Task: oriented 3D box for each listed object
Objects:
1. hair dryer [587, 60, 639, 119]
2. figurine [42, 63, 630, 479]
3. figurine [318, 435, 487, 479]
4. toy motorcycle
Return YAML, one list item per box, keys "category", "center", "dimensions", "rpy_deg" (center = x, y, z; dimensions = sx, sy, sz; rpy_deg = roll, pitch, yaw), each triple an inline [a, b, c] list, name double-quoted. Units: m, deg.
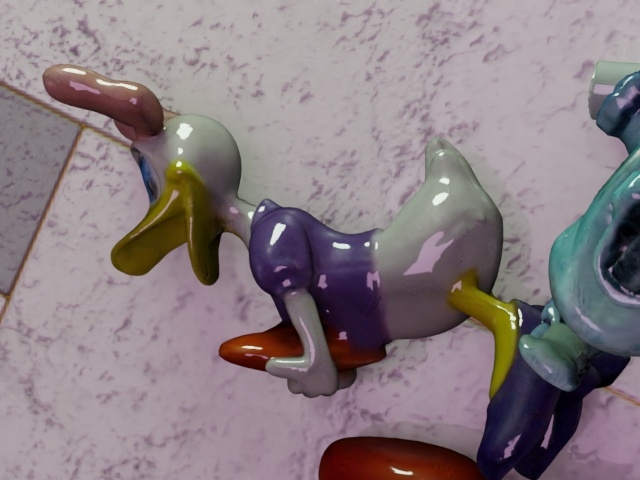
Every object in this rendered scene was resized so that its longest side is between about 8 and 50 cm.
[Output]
- category: "hair dryer"
  center: [0.246, -0.022, 0.874]
  dimensions: [0.155, 0.044, 0.183]
  rpy_deg: [8, 94, 20]
- category: "figurine"
  center: [0.002, 0.006, 0.892]
  dimensions: [0.421, 0.154, 0.193]
  rpy_deg: [20, 90, 16]
- category: "figurine"
  center: [0.113, 0.248, 0.811]
  dimensions: [0.211, 0.270, 0.261]
  rpy_deg: [-16, 93, 11]
- category: "toy motorcycle"
  center: [0.206, -0.015, 0.742]
  dimensions: [0.154, 0.260, 0.206]
  rpy_deg: [45, 139, 11]
